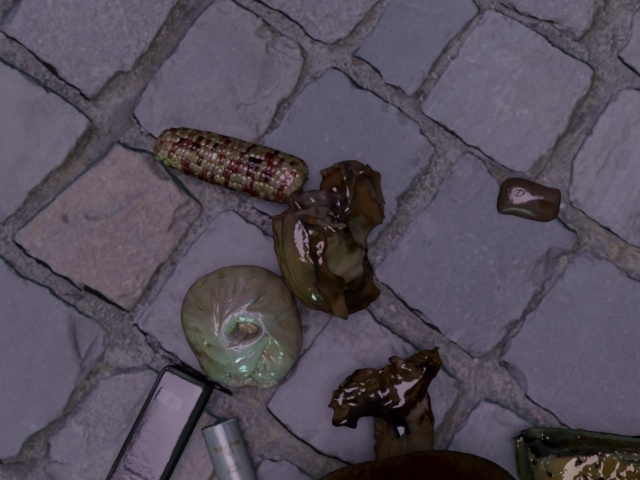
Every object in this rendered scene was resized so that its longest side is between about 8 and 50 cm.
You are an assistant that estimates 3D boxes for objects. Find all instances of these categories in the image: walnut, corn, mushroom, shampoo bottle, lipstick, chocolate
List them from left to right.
[{"bbox_3d":[-0.250,0.312,1.201,0.080,0.079,0.246,26,83,5],"label":"shampoo bottle"},{"bbox_3d":[-0.144,-0.123,1.261,0.254,0.086,0.086,17,82,4],"label":"corn"},{"bbox_3d":[-0.111,0.397,1.199,0.059,0.059,0.263,-20,83,-3],"label":"lipstick"},{"bbox_3d":[0.006,0.007,1.206,0.238,0.141,0.204,-48,124,-42],"label":"walnut"},{"bbox_3d":[0.114,0.394,1.138,0.331,0.356,0.334,-26,120,-6],"label":"mushroom"},{"bbox_3d":[0.337,-0.064,1.278,0.101,0.031,0.064,15,87,1],"label":"chocolate"}]

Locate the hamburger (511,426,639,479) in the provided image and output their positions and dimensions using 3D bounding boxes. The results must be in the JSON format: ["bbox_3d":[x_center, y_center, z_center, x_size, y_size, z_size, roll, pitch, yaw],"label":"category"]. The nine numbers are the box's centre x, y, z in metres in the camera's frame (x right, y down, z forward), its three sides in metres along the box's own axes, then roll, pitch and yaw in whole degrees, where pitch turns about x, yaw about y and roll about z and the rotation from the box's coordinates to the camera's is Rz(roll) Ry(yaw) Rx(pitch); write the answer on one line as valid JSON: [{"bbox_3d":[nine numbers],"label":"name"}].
[{"bbox_3d":[0.426,0.371,1.145,0.288,0.167,0.192,2,80,0],"label":"hamburger"}]

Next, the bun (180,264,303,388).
[{"bbox_3d":[-0.118,0.133,1.203,0.179,0.128,0.193,-12,84,-3],"label":"bun"}]
